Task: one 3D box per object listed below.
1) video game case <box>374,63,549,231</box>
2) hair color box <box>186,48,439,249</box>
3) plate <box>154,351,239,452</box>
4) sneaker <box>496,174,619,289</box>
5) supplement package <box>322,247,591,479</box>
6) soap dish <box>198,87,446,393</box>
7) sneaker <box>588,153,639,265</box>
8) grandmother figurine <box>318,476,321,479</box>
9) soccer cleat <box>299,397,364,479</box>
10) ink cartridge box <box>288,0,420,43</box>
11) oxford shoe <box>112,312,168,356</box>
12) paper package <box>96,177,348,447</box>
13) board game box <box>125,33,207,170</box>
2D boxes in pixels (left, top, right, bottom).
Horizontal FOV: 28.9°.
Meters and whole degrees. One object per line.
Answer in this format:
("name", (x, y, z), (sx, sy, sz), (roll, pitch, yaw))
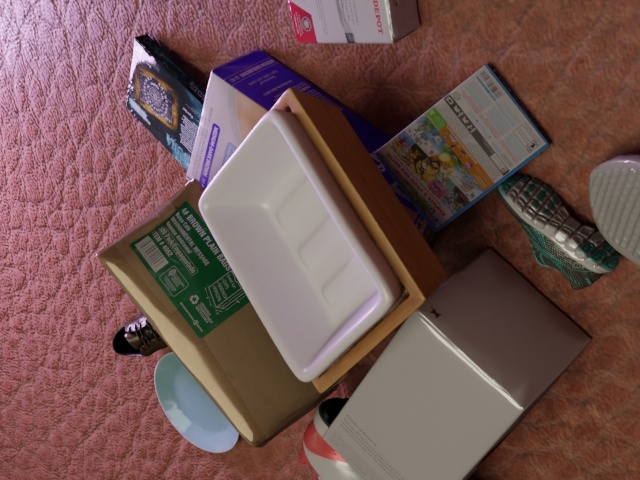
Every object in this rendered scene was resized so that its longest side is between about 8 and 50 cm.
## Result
("video game case", (0.163, -0.106, 1.438), (0.166, 0.015, 0.119), (-38, 87, 13))
("hair color box", (-0.006, -0.076, 1.604), (0.338, 0.110, 0.185), (35, 132, 19))
("plate", (-0.197, 0.261, 2.030), (0.188, 0.024, 0.188), (20, 125, 31))
("sneaker", (0.262, -0.005, 1.442), (0.166, 0.065, 0.076), (44, 139, 15))
("supplement package", (0.165, 0.188, 1.555), (0.175, 0.177, 0.293), (43, 136, 13))
("soap dish", (0.000, 0.000, 1.451), (0.291, 0.118, 0.229), (58, 135, 16))
("sneaker", (0.411, -0.028, 1.263), (0.321, 0.127, 0.126), (23, 126, 62))
("grandmother figurine", (0.064, 0.447, 1.827), (0.207, 0.104, 0.343), (-10, 99, 40))
("soccer cleat", (0.097, 0.354, 1.685), (0.318, 0.108, 0.116), (42, 124, 24))
("ink cartridge box", (0.036, -0.293, 1.467), (0.150, 0.063, 0.109), (7, 118, 38))
("oxford shoe", (-0.251, 0.142, 1.957), (0.227, 0.096, 0.083), (-31, 91, 45))
("paper package", (-0.123, 0.110, 1.679), (0.325, 0.168, 0.309), (51, 173, 6))
("board game box", (-0.208, -0.187, 1.746), (0.186, 0.026, 0.126), (45, 139, 28))
